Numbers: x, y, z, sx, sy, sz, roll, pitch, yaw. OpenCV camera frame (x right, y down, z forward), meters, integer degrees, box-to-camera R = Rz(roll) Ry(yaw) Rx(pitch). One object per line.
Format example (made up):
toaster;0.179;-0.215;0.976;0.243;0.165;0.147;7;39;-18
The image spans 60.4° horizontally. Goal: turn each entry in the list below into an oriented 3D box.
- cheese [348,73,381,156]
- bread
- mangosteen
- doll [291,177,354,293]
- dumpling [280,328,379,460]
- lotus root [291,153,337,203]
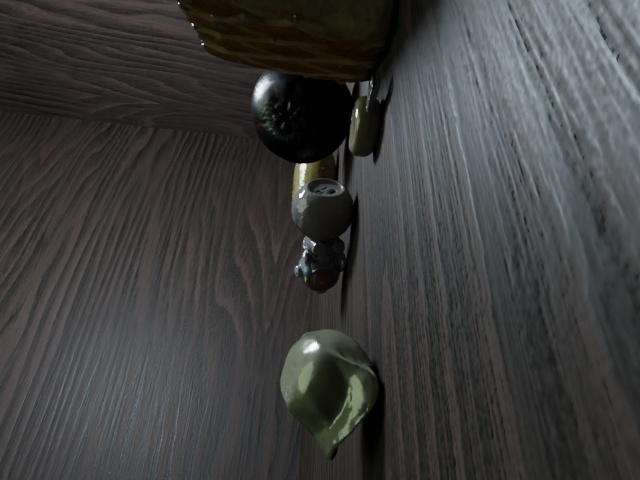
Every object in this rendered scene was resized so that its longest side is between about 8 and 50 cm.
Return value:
cheese;0.083;-0.225;0.973;0.092;0.047;0.171;-92;7;-47
bread;-0.053;-0.487;1.047;0.371;0.389;0.280;-106;30;-86
mangosteen;-0.046;-0.374;1.552;0.300;0.300;0.301;-174;90;-87
doll;0.000;0.000;1.289;0.151;0.150;0.287;-89;3;-56
dumpling;0.011;0.215;0.810;0.250;0.132;0.163;-159;83;-71
lotus root;-0.022;-0.214;1.896;0.169;0.151;0.343;109;163;-75
